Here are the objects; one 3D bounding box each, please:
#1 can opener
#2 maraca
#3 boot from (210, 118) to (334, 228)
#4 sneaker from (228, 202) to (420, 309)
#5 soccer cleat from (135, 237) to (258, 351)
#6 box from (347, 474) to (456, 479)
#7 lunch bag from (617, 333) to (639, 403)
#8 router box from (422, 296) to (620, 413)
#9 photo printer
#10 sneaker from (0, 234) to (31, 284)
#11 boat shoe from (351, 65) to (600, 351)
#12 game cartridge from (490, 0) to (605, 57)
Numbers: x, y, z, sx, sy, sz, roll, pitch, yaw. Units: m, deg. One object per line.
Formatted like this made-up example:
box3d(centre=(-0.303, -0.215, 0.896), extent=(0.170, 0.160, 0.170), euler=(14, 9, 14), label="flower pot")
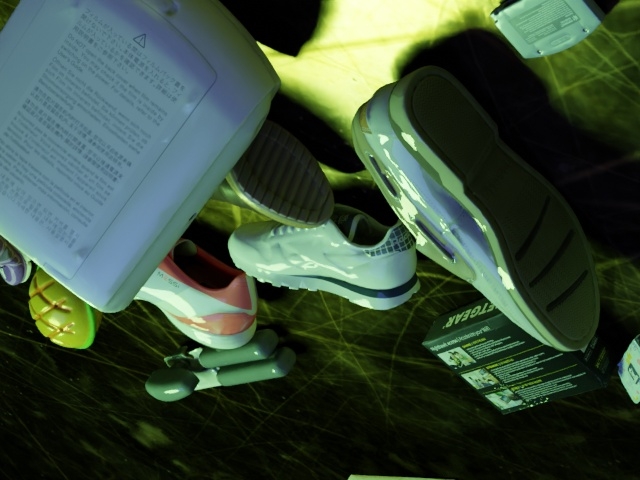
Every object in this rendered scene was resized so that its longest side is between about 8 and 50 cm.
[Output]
box3d(centre=(-0.142, 0.186, 1.615), extent=(0.074, 0.093, 0.280), euler=(46, 142, -20), label="can opener")
box3d(centre=(-0.375, 0.073, 1.657), extent=(0.127, 0.099, 0.186), euler=(10, 117, 37), label="maraca")
box3d(centre=(-0.109, -0.075, 1.243), extent=(0.248, 0.090, 0.207), euler=(33, 161, -3), label="boot")
box3d(centre=(0.000, 0.000, 1.240), extent=(0.235, 0.090, 0.095), euler=(9, 129, 28), label="sneaker")
box3d(centre=(-0.219, 0.029, 1.463), extent=(0.318, 0.108, 0.116), euler=(24, 128, 18), label="soccer cleat")
box3d(centre=(0.168, 0.481, 1.702), extent=(0.231, 0.127, 0.262), euler=(-12, 128, 50), label="box")
box3d(centre=(0.341, 0.136, 1.136), extent=(0.083, 0.053, 0.071), euler=(34, 149, 16), label="lunch bag")
box3d(centre=(0.213, 0.119, 1.232), extent=(0.133, 0.046, 0.179), euler=(41, 148, -12), label="router box")
box3d(centre=(-0.205, -0.121, 1.088), extent=(0.256, 0.107, 0.307), euler=(38, 109, 0), label="photo printer")
box3d(centre=(-0.490, 0.014, 1.696), extent=(0.068, 0.071, 0.170), euler=(18, 147, 23), label="sneaker")
box3d(centre=(0.145, -0.022, 1.046), extent=(0.302, 0.113, 0.103), euler=(54, 146, -13), label="boat shoe")
box3d(centre=(0.178, -0.173, 0.885), extent=(0.056, 0.017, 0.083), euler=(48, 146, -17), label="game cartridge")
